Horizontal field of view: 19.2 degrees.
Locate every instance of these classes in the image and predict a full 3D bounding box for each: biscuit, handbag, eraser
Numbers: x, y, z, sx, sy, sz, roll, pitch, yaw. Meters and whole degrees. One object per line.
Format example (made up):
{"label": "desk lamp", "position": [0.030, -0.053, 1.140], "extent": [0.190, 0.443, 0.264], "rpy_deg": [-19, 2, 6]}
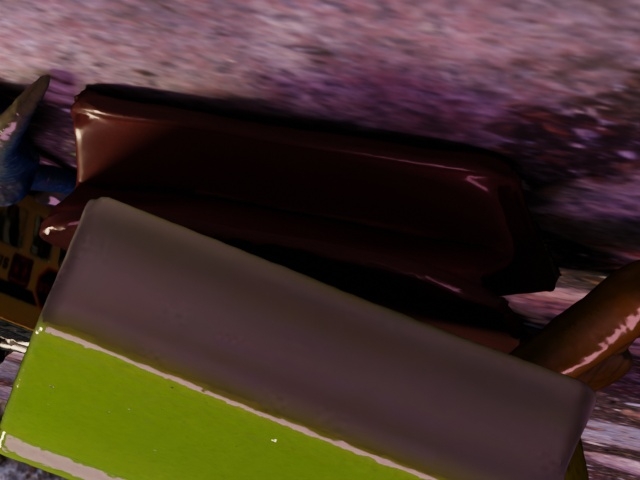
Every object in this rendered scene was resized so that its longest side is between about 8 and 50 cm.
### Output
{"label": "biscuit", "position": [0.162, 0.060, 1.098], "extent": [0.174, 0.039, 0.183], "rpy_deg": [-11, 157, -50]}
{"label": "handbag", "position": [0.000, 0.001, 1.079], "extent": [0.260, 0.084, 0.275], "rpy_deg": [8, 169, 12]}
{"label": "eraser", "position": [-0.023, 0.097, 1.002], "extent": [0.274, 0.092, 0.210], "rpy_deg": [21, 150, -7]}

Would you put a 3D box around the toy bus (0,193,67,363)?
{"label": "toy bus", "position": [-0.266, 0.004, 1.274], "extent": [0.121, 0.123, 0.335], "rpy_deg": [4, 166, 32]}

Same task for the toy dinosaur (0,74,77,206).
{"label": "toy dinosaur", "position": [-0.168, -0.049, 1.115], "extent": [0.188, 0.075, 0.248], "rpy_deg": [9, 168, -36]}

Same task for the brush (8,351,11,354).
{"label": "brush", "position": [-0.289, 0.079, 1.548], "extent": [0.059, 0.197, 0.123], "rpy_deg": [56, 159, -5]}

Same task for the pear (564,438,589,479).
{"label": "pear", "position": [0.019, 0.227, 1.434], "extent": [0.391, 0.391, 0.391], "rpy_deg": [13, 169, 2]}
